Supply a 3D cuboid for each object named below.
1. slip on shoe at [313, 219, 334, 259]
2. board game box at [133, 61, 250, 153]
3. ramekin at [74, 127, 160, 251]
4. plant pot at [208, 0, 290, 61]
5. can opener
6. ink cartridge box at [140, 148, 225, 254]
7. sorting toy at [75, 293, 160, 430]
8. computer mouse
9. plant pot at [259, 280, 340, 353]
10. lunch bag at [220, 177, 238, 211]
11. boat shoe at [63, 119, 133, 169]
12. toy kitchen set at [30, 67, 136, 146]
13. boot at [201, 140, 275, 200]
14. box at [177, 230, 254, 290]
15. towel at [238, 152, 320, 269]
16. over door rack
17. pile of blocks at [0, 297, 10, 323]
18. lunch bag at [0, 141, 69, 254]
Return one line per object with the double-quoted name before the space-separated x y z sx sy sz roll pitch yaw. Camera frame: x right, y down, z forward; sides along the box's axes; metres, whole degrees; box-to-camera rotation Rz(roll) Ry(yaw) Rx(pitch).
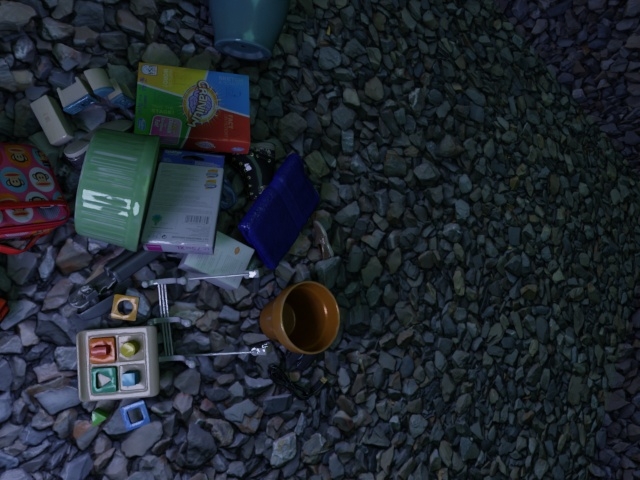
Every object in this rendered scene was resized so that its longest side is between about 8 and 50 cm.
"slip on shoe" 0.000 0.000 1.614 0.041 0.051 0.135 -25 99 -19
"board game box" -0.366 -0.382 1.413 0.316 0.064 0.242 1 70 -16
"ramekin" -0.506 -0.132 1.219 0.148 0.303 0.303 12 75 -19
"plant pot" -0.227 -0.712 1.513 0.272 0.271 0.255 7 91 -28
"can opener" -0.530 0.098 1.299 0.283 0.076 0.095 -40 133 -29
"ink cartridge box" -0.372 -0.111 1.355 0.186 0.065 0.311 4 62 -6
"sorting toy" -0.512 0.310 1.224 0.196 0.047 0.347 -4 88 -7
"computer mouse" -0.025 0.368 1.520 0.184 0.060 0.262 47 63 -13
"plant pot" -0.079 0.231 1.434 0.205 0.188 0.205 10 73 -35
"lunch bag" -0.296 -0.141 1.464 0.067 0.065 0.098 -31 97 -30
"boat shoe" -0.599 -0.265 1.336 0.206 0.075 0.065 -44 145 -33
"toy kitchen set" -0.624 -0.348 1.322 0.207 0.166 0.122 -28 88 5
"boot" -0.239 -0.213 1.501 0.236 0.085 0.178 -6 86 -28
"box" -0.301 0.052 1.409 0.170 0.091 0.130 29 67 -21
"towel" -0.126 -0.090 1.500 0.308 0.076 0.227 -59 143 -27
"over door rack" -0.301 0.205 1.296 0.324 0.108 0.239 -5 93 -5
"pile of blocks" -0.788 0.047 1.106 0.113 0.149 0.362 -18 89 -30
"lunch bag" -0.742 -0.090 1.111 0.293 0.120 0.258 -19 86 -65
